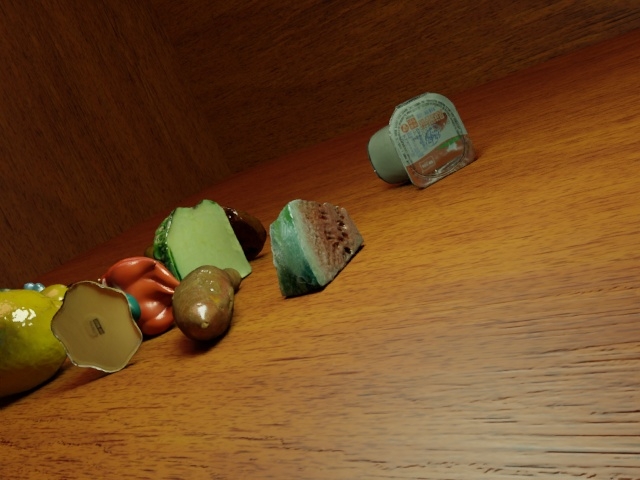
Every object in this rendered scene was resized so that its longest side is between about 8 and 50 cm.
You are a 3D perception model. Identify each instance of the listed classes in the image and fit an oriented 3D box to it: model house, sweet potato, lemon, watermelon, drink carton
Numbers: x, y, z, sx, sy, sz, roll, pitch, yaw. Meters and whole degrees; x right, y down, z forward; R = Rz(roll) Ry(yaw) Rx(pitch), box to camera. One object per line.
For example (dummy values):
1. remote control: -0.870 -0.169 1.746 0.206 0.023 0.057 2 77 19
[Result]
1. model house: -0.297 0.047 1.747 0.189 0.195 0.214 -26 5 37
2. sweet potato: -0.199 0.093 1.496 0.109 0.109 0.385 -24 10 3
3. lemon: -0.592 0.194 1.615 0.260 0.204 0.204 -25 10 -6
4. watermelon: 0.000 0.000 1.496 0.094 0.154 0.241 -18 -1 32
5. drink carton: 0.217 -0.223 1.948 0.185 0.191 0.189 -30 5 -17

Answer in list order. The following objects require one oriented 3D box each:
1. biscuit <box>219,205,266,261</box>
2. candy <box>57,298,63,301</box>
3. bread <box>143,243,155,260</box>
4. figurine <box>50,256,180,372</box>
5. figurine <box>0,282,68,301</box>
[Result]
1. biscuit: -0.212 -0.011 1.882 0.192 0.192 0.049 -18 45 31
2. candy: -0.648 0.215 1.941 0.276 0.088 0.146 -27 12 -15
3. bread: -0.383 0.031 2.277 0.344 0.084 0.124 -16 -9 41
4. figurine: -0.363 0.126 1.569 0.208 0.181 0.257 -63 2 11
5. figurine: -0.716 0.196 2.153 0.234 0.185 0.127 -3 29 -29
